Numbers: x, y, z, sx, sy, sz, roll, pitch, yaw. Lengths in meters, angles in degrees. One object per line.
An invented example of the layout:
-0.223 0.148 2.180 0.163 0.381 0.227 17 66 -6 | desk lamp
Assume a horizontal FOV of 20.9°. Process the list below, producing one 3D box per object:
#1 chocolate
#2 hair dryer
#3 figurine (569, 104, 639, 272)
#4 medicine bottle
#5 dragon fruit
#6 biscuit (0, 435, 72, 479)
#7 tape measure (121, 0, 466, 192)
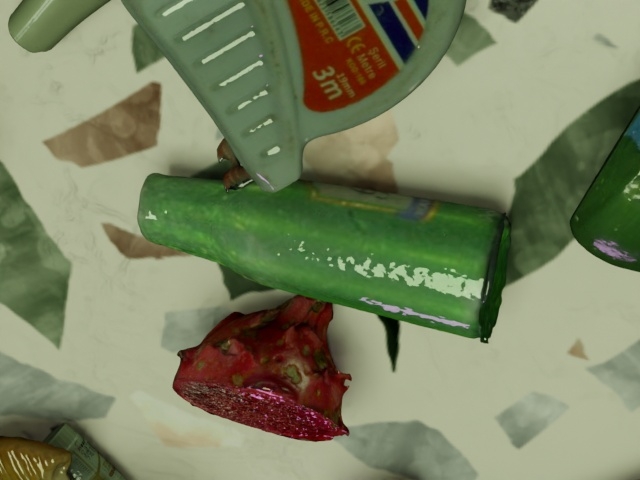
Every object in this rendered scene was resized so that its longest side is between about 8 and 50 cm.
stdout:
0.000 0.000 1.356 0.291 0.110 0.110 12 118 12 | chocolate
-0.203 -0.246 1.307 0.225 0.088 0.219 35 124 11 | hair dryer
0.316 -0.013 1.258 0.234 0.127 0.185 32 112 9 | figurine
-0.213 0.206 1.541 0.083 0.047 0.047 45 118 -9 | medicine bottle
-0.041 0.093 1.420 0.153 0.111 0.153 16 159 6 | dragon fruit
-0.275 0.261 1.564 0.176 0.031 0.228 12 130 22 | biscuit
-0.022 -0.184 1.223 0.246 0.125 0.243 -30 133 6 | tape measure
